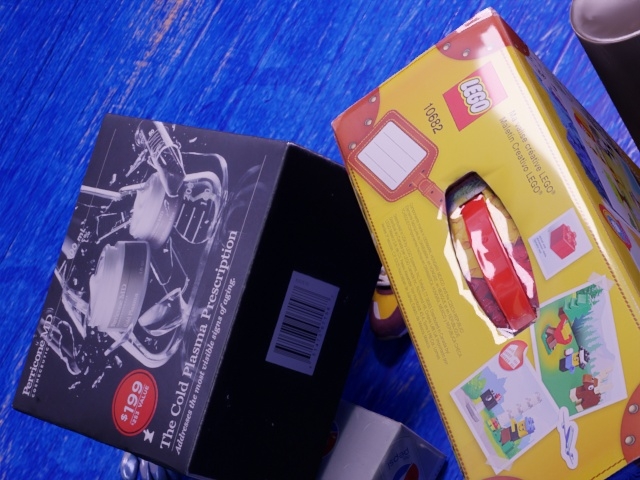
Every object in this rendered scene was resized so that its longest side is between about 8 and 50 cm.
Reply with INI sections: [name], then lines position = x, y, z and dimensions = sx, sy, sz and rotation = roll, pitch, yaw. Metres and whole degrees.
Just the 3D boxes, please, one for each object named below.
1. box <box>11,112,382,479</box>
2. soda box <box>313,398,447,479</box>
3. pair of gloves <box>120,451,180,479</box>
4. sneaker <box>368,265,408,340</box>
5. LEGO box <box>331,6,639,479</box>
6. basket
[box]
position = -0.124, 0.066, 1.905
dimensions = 0.312, 0.179, 0.343
rotation = 11, 82, 47
[soda box]
position = -0.007, 0.214, 1.937
dimensions = 0.286, 0.091, 0.098
rotation = 17, 74, 47
[pair of gloves]
position = -0.164, 0.206, 2.136
dimensions = 0.198, 0.023, 0.159
rotation = -39, 42, 13
[sneaker]
position = 0.079, 0.018, 2.009
dimensions = 0.069, 0.084, 0.185
rotation = -7, 56, 38
[LEGO box]
position = 0.241, 0.096, 1.589
dimensions = 0.193, 0.372, 0.500
rotation = -36, 44, 16
[basket]
position = 0.346, -0.163, 1.727
dimensions = 0.204, 0.227, 0.154
rotation = 18, 68, 49
